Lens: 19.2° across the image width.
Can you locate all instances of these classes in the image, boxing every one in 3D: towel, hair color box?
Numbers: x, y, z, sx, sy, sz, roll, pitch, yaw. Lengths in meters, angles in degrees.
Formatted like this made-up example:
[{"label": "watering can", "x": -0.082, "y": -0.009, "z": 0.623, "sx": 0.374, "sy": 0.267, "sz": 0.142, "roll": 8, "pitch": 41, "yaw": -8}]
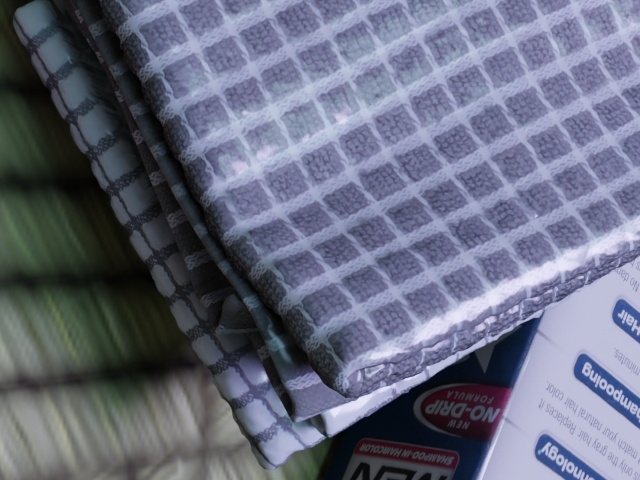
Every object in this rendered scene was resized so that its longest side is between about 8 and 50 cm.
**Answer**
[{"label": "towel", "x": 0.045, "y": -0.072, "z": 0.791, "sx": 0.284, "sy": 0.121, "sz": 0.235, "roll": -27, "pitch": 88, "yaw": -23}, {"label": "hair color box", "x": 0.141, "y": 0.032, "z": 0.958, "sx": 0.174, "sy": 0.105, "sz": 0.347, "roll": 38, "pitch": 67, "yaw": -35}]
